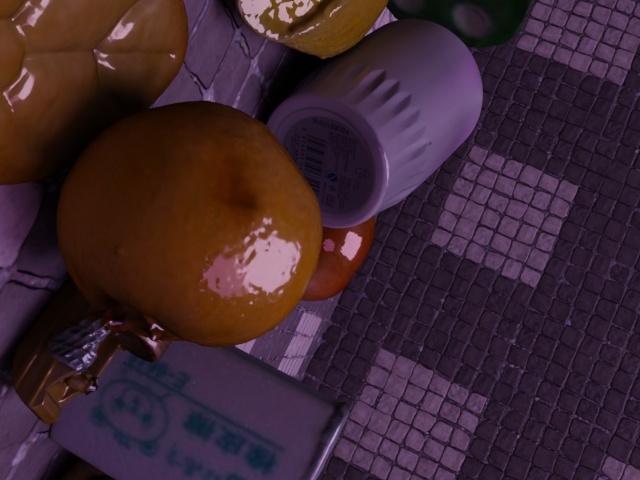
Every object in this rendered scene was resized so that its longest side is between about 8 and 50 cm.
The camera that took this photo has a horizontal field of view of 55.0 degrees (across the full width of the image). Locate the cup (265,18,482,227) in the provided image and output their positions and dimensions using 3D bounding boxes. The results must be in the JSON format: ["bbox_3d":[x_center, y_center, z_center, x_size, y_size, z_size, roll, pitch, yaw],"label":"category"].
[{"bbox_3d":[0.090,-0.187,0.981,0.371,0.253,0.254,-46,158,-47],"label":"cup"}]

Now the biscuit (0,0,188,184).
[{"bbox_3d":[-0.168,-0.137,0.440,0.260,0.041,0.203,-39,151,-64],"label":"biscuit"}]

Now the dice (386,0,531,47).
[{"bbox_3d":[0.265,-0.537,1.036,0.297,0.286,0.300,-62,170,-20],"label":"dice"}]

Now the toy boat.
[{"bbox_3d":[-0.174,0.045,0.618,0.310,0.115,0.089,-59,170,-35],"label":"toy boat"}]

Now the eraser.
[{"bbox_3d":[-0.135,0.203,0.684,0.189,0.289,0.104,-66,169,4],"label":"eraser"}]

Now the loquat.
[{"bbox_3d":[-0.102,-0.009,0.495,0.208,0.207,0.208,-62,169,-21],"label":"loquat"}]

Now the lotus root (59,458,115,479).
[{"bbox_3d":[-0.261,0.360,0.815,0.160,0.146,0.284,-43,165,-19],"label":"lotus root"}]

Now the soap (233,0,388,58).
[{"bbox_3d":[0.041,-0.375,0.758,0.427,0.115,0.306,-43,152,-64],"label":"soap"}]

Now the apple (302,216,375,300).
[{"bbox_3d":[0.000,0.000,1.120,0.235,0.173,0.210,-44,-160,32],"label":"apple"}]
